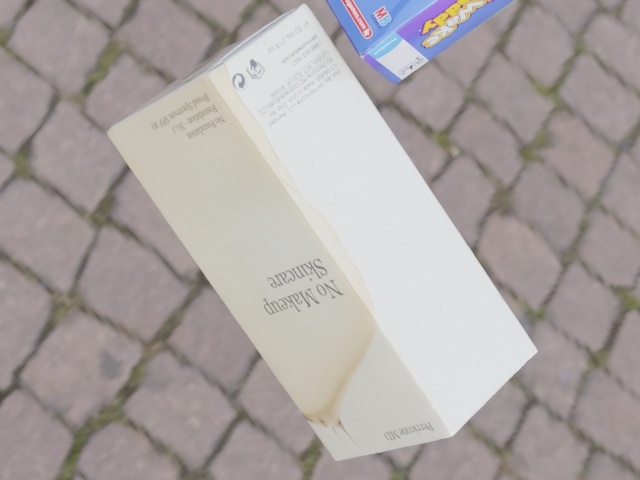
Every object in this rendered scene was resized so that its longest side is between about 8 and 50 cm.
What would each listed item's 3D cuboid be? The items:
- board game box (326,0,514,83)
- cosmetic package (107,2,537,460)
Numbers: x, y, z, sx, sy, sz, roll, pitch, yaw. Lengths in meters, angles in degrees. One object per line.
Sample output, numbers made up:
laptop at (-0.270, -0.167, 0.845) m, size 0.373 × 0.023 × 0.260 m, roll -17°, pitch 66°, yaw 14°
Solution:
board game box at (0.054, -0.323, 1.366) m, size 0.347 × 0.233 × 0.078 m, roll 61°, pitch 13°, yaw 20°
cosmetic package at (0.000, 0.000, 1.373) m, size 0.113 × 0.160 × 0.309 m, roll -39°, pitch 99°, yaw -34°
